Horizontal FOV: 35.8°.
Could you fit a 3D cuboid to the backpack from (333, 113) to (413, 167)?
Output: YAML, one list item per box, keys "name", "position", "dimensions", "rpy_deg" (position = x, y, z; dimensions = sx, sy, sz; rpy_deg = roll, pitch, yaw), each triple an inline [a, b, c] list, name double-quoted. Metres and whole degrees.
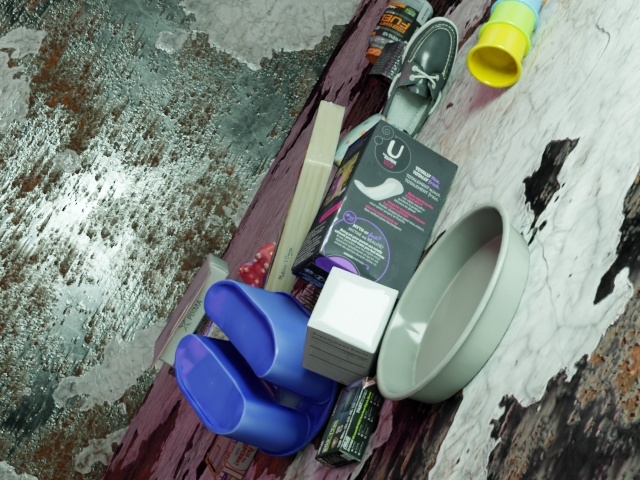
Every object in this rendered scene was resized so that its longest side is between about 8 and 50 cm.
- name: "backpack"
  position: [0.106, -0.159, 1.933]
  dimensions: [0.166, 0.144, 0.188]
  rpy_deg: [-42, 3, 5]

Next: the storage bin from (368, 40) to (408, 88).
- name: "storage bin"
  position: [0.189, -0.368, 2.161]
  dimensions: [0.084, 0.122, 0.180]
  rpy_deg: [-59, 12, 5]

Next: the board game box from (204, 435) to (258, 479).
- name: "board game box"
  position: [-0.168, 0.403, 1.969]
  dimensions: [0.146, 0.045, 0.193]
  rpy_deg: [-61, 12, -6]

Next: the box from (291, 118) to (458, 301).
- name: "box"
  position: [0.090, -0.037, 1.660]
  dimensions: [0.270, 0.165, 0.143]
  rpy_deg: [-64, 12, -23]

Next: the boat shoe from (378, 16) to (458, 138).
- name: "boat shoe"
  position: [0.199, -0.308, 2.029]
  dimensions: [0.091, 0.114, 0.302]
  rpy_deg: [-87, 18, -67]

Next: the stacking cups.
- name: "stacking cups"
  position: [0.342, -0.400, 1.711]
  dimensions: [0.096, 0.096, 0.316]
  rpy_deg: [-43, 16, 54]

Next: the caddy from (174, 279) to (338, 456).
- name: "caddy"
  position: [-0.101, 0.218, 1.711]
  dimensions: [0.241, 0.179, 0.341]
  rpy_deg: [-61, 37, 9]

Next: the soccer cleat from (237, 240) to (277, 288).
- name: "soccer cleat"
  position: [-0.153, 0.067, 2.696]
  dimensions: [0.095, 0.083, 0.248]
  rpy_deg: [-33, -7, -27]

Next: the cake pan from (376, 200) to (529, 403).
- name: "cake pan"
  position: [0.173, 0.087, 1.287]
  dimensions: [0.293, 0.054, 0.293]
  rpy_deg: [-56, 12, 19]

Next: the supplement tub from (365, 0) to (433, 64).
- name: "supplement tub"
  position: [0.199, -0.535, 2.542]
  dimensions: [0.190, 0.117, 0.117]
  rpy_deg: [-62, 12, -8]

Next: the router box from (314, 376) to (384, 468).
- name: "router box"
  position: [0.044, 0.264, 1.434]
  dimensions: [0.092, 0.038, 0.122]
  rpy_deg: [-41, 22, 60]

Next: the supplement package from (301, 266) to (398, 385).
- name: "supplement package"
  position: [0.041, 0.134, 1.471]
  dimensions: [0.179, 0.105, 0.105]
  rpy_deg: [99, -165, -63]

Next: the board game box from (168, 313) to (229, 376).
- name: "board game box"
  position: [-0.234, 0.256, 2.367]
  dimensions: [0.232, 0.141, 0.291]
  rpy_deg: [-62, 12, -10]

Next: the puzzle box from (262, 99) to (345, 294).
- name: "puzzle box"
  position: [-0.045, -0.037, 1.904]
  dimensions: [0.272, 0.052, 0.408]
  rpy_deg: [-78, 6, -60]

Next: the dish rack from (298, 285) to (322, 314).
- name: "dish rack"
  position: [-0.024, 0.160, 1.890]
  dimensions: [0.271, 0.074, 0.208]
  rpy_deg: [-55, 13, 20]

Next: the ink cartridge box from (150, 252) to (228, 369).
- name: "ink cartridge box"
  position: [-0.313, 0.179, 2.393]
  dimensions: [0.275, 0.060, 0.239]
  rpy_deg: [-58, 12, 6]
